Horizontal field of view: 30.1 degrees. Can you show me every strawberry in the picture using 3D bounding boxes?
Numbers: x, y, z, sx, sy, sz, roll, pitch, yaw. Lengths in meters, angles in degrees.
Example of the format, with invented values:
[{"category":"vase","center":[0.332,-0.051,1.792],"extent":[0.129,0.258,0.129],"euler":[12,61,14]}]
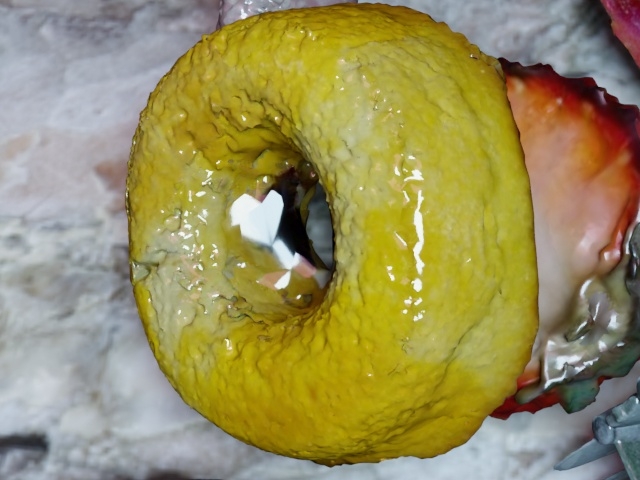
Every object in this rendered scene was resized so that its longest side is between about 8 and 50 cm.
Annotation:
[{"category":"strawberry","center":[0.109,-0.011,0.674],"extent":[0.190,0.111,0.236],"euler":[-51,52,17]}]

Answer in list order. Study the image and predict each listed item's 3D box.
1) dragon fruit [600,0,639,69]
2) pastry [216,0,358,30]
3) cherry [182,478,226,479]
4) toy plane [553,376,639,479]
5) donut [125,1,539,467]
[{"category":"dragon fruit","center":[0.292,-0.119,0.692],"extent":[0.262,0.134,0.212],"euler":[-3,84,31]},{"category":"pastry","center":[-0.017,-0.217,0.764],"extent":[0.112,0.103,0.265],"euler":[-3,71,-2]},{"category":"cherry","center":[-0.064,0.212,0.554],"extent":[0.266,0.184,0.213],"euler":[-10,23,36]},{"category":"toy plane","center":[0.260,0.065,0.622],"extent":[0.267,0.212,0.088],"euler":[-14,64,-25]},{"category":"donut","center":[0.000,-0.003,0.623],"extent":[0.253,0.118,0.254],"euler":[6,99,39]}]
